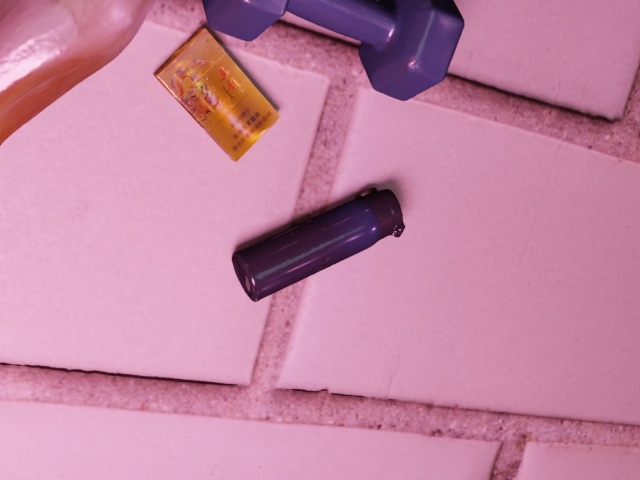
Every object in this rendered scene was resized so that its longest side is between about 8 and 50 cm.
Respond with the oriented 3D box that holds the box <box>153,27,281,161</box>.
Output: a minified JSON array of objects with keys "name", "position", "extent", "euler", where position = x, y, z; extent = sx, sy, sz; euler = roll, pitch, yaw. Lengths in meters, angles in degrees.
[{"name":"box","position":[-0.128,-0.182,1.223],"extent":[0.089,0.022,0.156],"euler":[-45,121,-8]}]

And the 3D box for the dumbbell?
[{"name":"dumbbell","position":[0.017,-0.288,1.193],"extent":[0.325,0.160,0.144],"euler":[16,70,-30]}]

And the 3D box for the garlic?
[{"name":"garlic","position":[-0.305,-0.224,1.071],"extent":[0.318,0.112,0.143],"euler":[-42,140,1]}]

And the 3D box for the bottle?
[{"name":"bottle","position":[0.000,0.000,1.322],"extent":[0.244,0.082,0.072],"euler":[-24,160,-18]}]
